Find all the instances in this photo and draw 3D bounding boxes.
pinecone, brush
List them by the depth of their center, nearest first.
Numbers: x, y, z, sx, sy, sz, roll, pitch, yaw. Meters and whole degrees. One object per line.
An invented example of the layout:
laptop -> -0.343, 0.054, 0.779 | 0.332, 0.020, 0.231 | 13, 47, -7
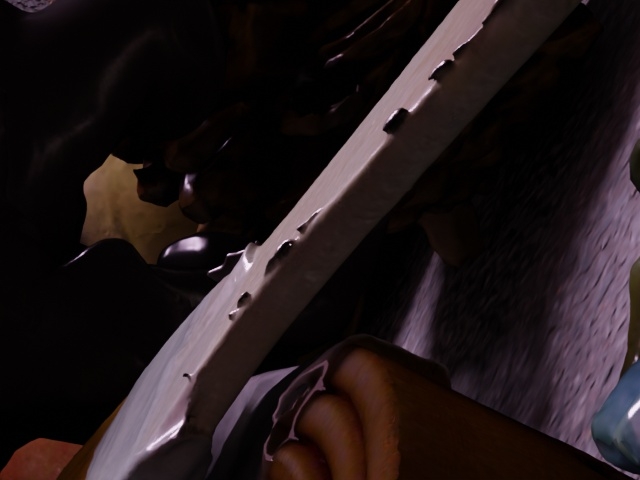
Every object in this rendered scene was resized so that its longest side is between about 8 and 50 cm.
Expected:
brush -> 0.000, 0.000, 0.460 | 0.336, 0.020, 0.085 | -50, 12, 41
pinecone -> -0.008, -0.099, 0.875 | 0.243, 0.257, 0.243 | -44, 24, 26

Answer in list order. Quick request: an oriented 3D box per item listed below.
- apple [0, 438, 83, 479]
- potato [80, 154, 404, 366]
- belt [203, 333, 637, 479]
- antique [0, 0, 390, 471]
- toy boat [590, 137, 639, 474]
apple -> -0.136, 0.145, 1.289 | 0.293, 0.163, 0.251 | 97, -173, -68
potato -> -0.030, -0.034, 1.096 | 0.246, 0.196, 0.300 | 27, -124, -75
belt -> 0.004, 0.136, 0.469 | 0.338, 0.122, 0.217 | 154, 140, -78
antique -> -0.164, -0.016, 0.725 | 0.255, 0.322, 0.185 | -17, -53, -50
toy boat -> 0.124, -0.082, 0.388 | 0.111, 0.084, 0.276 | 157, 125, -81
